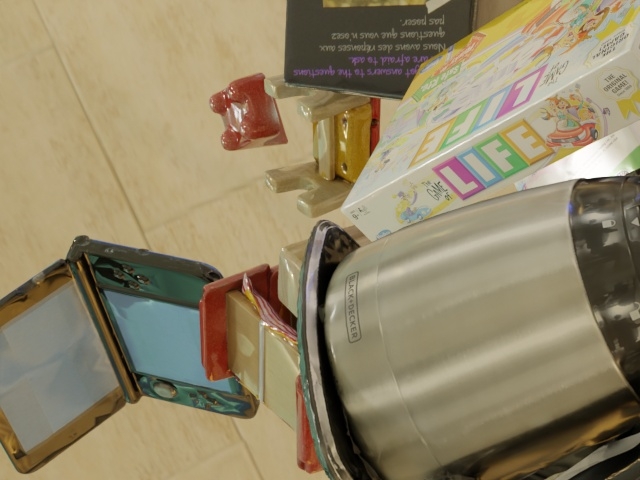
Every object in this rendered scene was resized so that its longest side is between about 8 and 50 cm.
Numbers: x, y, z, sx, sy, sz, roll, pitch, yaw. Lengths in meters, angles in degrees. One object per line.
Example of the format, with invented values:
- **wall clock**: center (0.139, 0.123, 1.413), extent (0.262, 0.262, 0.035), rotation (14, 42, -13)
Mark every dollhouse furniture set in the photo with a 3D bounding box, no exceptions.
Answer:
- **dollhouse furniture set**: center (0.000, 0.000, 1.266), extent (0.152, 0.374, 0.201), rotation (-16, 33, -29)

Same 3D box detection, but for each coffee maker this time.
- **coffee maker**: center (0.109, 0.026, 0.419), extent (0.178, 0.171, 0.120), rotation (-23, 72, 26)

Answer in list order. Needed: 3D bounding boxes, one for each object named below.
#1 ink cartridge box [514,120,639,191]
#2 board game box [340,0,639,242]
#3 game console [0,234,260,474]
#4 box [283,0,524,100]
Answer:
- **ink cartridge box**: center (0.357, -0.116, 1.833), extent (0.117, 0.201, 0.278), rotation (2, 52, -37)
- **board game box**: center (0.083, -0.063, 0.554), extent (0.026, 0.154, 0.103), rotation (44, 47, -17)
- **game console**: center (-0.226, 0.151, 1.542), extent (0.250, 0.293, 0.173), rotation (11, 55, 17)
- **box**: center (0.070, -0.246, 0.994), extent (0.143, 0.165, 0.270), rotation (9, 109, 19)
